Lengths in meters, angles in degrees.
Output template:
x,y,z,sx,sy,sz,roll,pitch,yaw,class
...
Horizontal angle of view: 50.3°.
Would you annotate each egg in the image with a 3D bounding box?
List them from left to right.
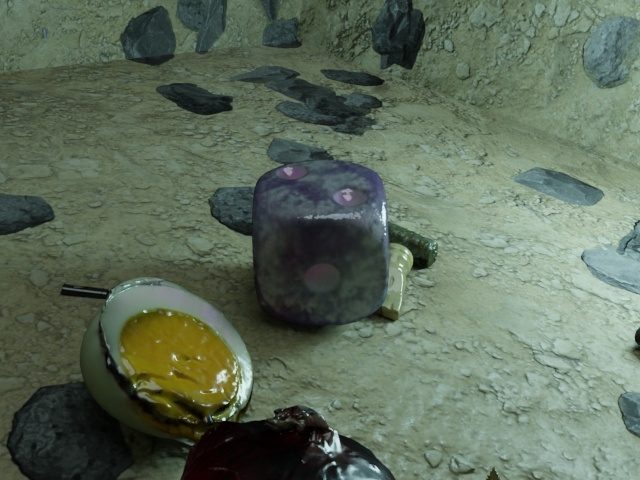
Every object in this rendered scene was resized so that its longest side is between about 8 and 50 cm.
x,y,z,sx,sy,sz,roll,pitch,yaw,class
-0.256,0.215,1.101,0.286,0.174,0.264,38,31,-3,egg

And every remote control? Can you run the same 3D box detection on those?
x,y,z,sx,sy,sz,roll,pitch,yaw,class
-0.475,0.100,1.373,0.091,0.016,0.034,7,24,-10,remote control

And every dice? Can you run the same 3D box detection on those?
x,y,z,sx,sy,sz,roll,pitch,yaw,class
0.000,0.000,1.427,0.270,0.270,0.271,-1,32,-1,dice

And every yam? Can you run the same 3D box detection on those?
x,y,z,sx,sy,sz,roll,pitch,yaw,class
0.213,0.004,1.743,0.179,0.078,0.078,27,32,26,yam

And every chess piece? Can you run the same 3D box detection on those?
x,y,z,sx,sy,sz,roll,pitch,yaw,class
0.157,0.098,1.560,0.090,0.090,0.200,15,40,5,chess piece

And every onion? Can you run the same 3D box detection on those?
x,y,z,sx,sy,sz,roll,pitch,yaw,class
-0.031,0.325,0.870,0.314,0.232,0.314,17,0,0,onion

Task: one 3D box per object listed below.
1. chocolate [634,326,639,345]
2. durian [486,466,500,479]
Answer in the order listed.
x,y,z,sx,sy,sz,roll,pitch,yaw,class
0.802,0.235,1.548,0.167,0.072,0.072,19,29,12,chocolate
0.282,0.431,0.934,0.182,0.132,0.165,25,38,16,durian
